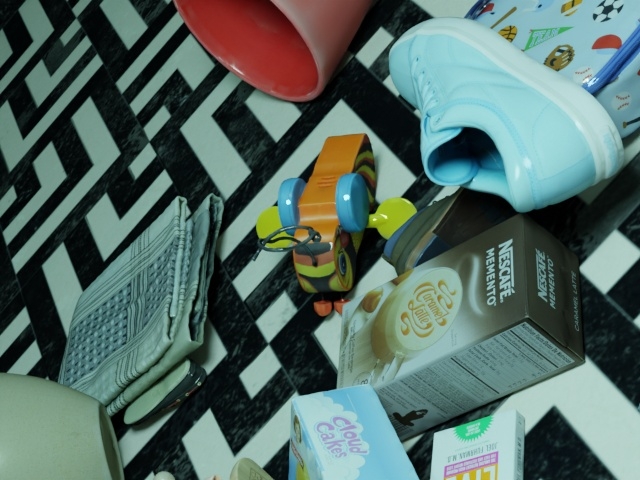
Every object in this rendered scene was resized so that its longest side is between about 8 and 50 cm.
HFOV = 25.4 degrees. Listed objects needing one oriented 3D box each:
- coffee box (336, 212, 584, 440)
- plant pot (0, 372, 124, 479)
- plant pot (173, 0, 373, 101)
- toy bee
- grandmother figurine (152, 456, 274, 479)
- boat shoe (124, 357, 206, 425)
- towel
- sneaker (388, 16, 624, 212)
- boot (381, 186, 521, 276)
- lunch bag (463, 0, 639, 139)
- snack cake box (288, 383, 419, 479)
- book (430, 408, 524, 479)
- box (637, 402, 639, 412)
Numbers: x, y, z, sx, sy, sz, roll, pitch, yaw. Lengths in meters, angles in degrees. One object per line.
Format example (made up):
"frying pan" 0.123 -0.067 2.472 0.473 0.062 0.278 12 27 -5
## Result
"coffee box" 0.140 0.093 1.458 0.246 0.098 0.141 -30 39 32
"plant pot" -0.353 0.288 1.781 0.191 0.284 0.284 -14 38 -1
"plant pot" -0.037 -0.375 2.010 0.243 0.275 0.275 -52 30 -20
"toy bee" 0.000 0.000 1.698 0.195 0.162 0.298 10 34 38
"grandmother figurine" -0.200 0.359 1.637 0.342 0.104 0.208 -30 30 27
"boat shoe" -0.203 0.202 1.843 0.133 0.042 0.049 -40 37 21
"towel" -0.262 0.103 1.959 0.324 0.056 0.312 -38 29 29
"sneaker" 0.147 -0.134 1.495 0.150 0.135 0.366 -28 31 -18
"boot" 0.154 -0.039 1.583 0.219 0.082 0.106 -47 27 -7
"lunch bag" 0.295 -0.246 1.583 0.243 0.115 0.303 -51 33 -1
"snack cake box" 0.043 0.277 1.343 0.089 0.152 0.264 -8 31 -13
"book" 0.152 0.240 1.369 0.096 0.035 0.144 -24 40 32
"box" 0.356 0.074 1.140 0.183 0.059 0.233 -133 60 -68
